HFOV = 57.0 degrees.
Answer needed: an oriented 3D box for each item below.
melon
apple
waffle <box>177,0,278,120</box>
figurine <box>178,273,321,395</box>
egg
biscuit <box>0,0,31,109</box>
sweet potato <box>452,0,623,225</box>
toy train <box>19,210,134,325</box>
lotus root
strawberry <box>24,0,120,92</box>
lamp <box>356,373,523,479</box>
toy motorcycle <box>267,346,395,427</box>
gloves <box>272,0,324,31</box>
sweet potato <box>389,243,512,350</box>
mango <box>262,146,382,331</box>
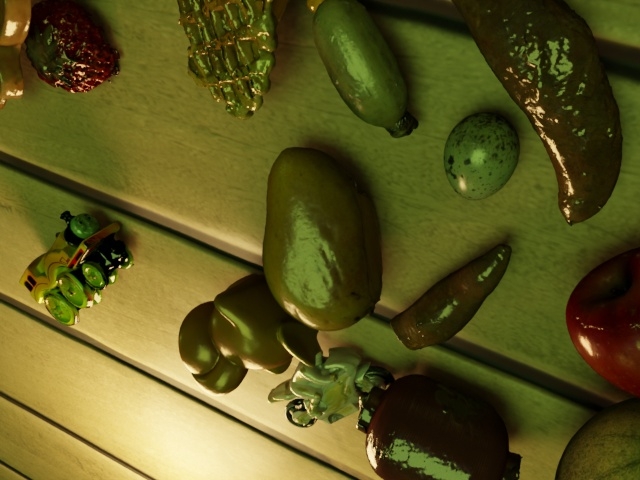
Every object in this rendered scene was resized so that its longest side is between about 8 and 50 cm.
[{"bbox_3d":[0.412,0.323,0.713,0.248,0.249,0.329,12,142,22],"label":"melon"},{"bbox_3d":[0.373,0.094,0.645,0.181,0.181,0.168,-30,108,39],"label":"apple"},{"bbox_3d":[-0.130,-0.290,0.709,0.291,0.051,0.291,43,147,37],"label":"waffle"},{"bbox_3d":[-0.116,0.140,0.943,0.215,0.215,0.228,39,142,2],"label":"figurine"},{"bbox_3d":[0.186,-0.096,0.686,0.085,0.085,0.110,14,133,22],"label":"egg"},{"bbox_3d":[-0.488,-0.352,0.871,0.355,0.052,0.275,-39,73,48],"label":"biscuit"},{"bbox_3d":[0.231,-0.173,0.607,0.114,0.092,0.342,-18,110,54],"label":"sweet potato"},{"bbox_3d":[-0.475,0.053,1.147,0.160,0.100,0.296,49,130,-4],"label":"toy train"},{"bbox_3d":[0.052,-0.198,0.694,0.077,0.090,0.183,-29,107,11],"label":"lotus root"},{"bbox_3d":[-0.382,-0.287,0.885,0.145,0.086,0.145,14,124,22],"label":"strawberry"},{"bbox_3d":[0.175,0.306,0.907,0.258,0.180,0.180,23,128,17],"label":"lamp"},{"bbox_3d":[0.007,0.244,1.007,0.228,0.074,0.151,-28,111,27],"label":"toy motorcycle"},{"bbox_3d":[-0.039,-0.349,0.658,0.294,0.116,0.133,-43,66,49],"label":"gloves"},{"bbox_3d":[0.184,0.087,0.810,0.077,0.077,0.243,44,131,-2],"label":"sweet potato"},{"bbox_3d":[0.000,0.000,0.817,0.167,0.130,0.262,-4,104,6],"label":"mango"}]
